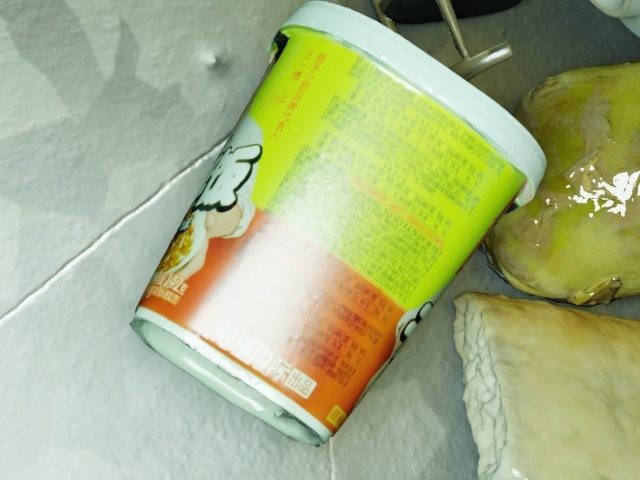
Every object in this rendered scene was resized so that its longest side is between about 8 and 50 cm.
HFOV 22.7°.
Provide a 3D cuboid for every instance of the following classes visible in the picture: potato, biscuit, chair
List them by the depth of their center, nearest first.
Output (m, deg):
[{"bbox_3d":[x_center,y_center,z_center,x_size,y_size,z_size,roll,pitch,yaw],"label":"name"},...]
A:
[{"bbox_3d":[0.333,0.259,1.423,0.446,0.104,0.429,13,49,-12],"label":"biscuit"},{"bbox_3d":[0.305,-0.064,1.506,0.299,0.196,0.246,-10,79,-15],"label":"potato"},{"bbox_3d":[0.137,-0.255,1.508,0.166,0.188,0.272,-11,78,-16],"label":"chair"}]

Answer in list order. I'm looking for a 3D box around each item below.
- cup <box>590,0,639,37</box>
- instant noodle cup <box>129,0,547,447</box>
[{"bbox_3d":[0.316,-0.320,1.500,0.163,0.347,0.347,-27,86,-7],"label":"cup"},{"bbox_3d":[0.000,0.000,1.386,0.294,0.294,0.308,34,79,-6],"label":"instant noodle cup"}]
